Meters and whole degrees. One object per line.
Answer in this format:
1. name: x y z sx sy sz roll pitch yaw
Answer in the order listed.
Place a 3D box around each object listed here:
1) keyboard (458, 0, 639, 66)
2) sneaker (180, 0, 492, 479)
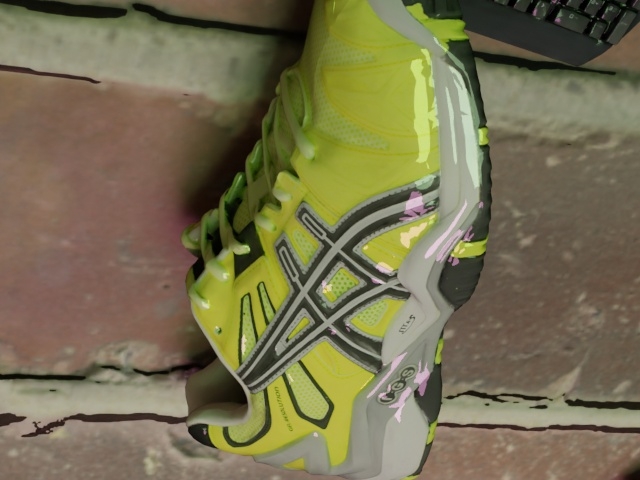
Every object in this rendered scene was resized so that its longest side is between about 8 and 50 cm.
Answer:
1. keyboard: 0.075 -0.205 0.762 0.317 0.033 0.201 13 121 -28
2. sneaker: 0.000 0.000 0.820 0.147 0.145 0.385 -1 129 -8
